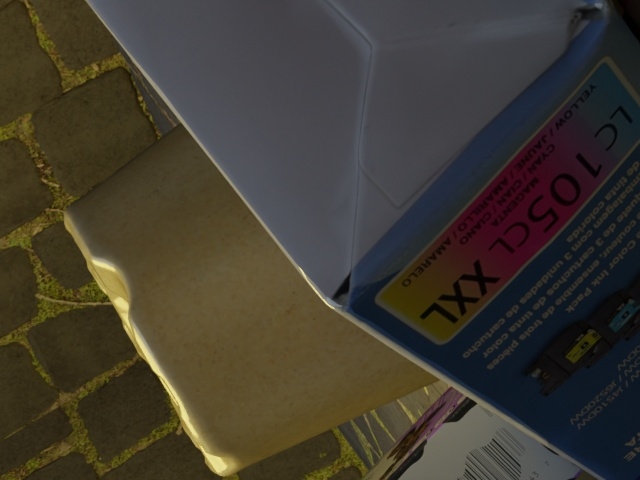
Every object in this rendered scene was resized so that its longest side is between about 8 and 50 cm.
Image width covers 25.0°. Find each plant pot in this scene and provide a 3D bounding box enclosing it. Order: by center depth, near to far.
[{"bbox_3d":[0.000,0.000,1.039,0.334,0.305,0.334,57,171,14],"label":"plant pot"}]

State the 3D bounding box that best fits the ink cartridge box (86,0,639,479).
[{"bbox_3d":[0.083,-0.035,0.711,0.270,0.151,0.395,51,-172,37],"label":"ink cartridge box"}]

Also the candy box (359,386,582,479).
[{"bbox_3d":[0.052,0.158,0.809,0.070,0.196,0.165,44,-174,4],"label":"candy box"}]

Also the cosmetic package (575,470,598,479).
[{"bbox_3d":[0.118,0.187,0.995,0.113,0.309,0.160,58,170,5],"label":"cosmetic package"}]

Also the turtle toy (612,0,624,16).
[{"bbox_3d":[0.119,-0.147,0.663,0.095,0.066,0.130,39,-172,-40],"label":"turtle toy"}]

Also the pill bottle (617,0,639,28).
[{"bbox_3d":[0.136,-0.135,0.551,0.160,0.087,0.087,57,171,14],"label":"pill bottle"}]
